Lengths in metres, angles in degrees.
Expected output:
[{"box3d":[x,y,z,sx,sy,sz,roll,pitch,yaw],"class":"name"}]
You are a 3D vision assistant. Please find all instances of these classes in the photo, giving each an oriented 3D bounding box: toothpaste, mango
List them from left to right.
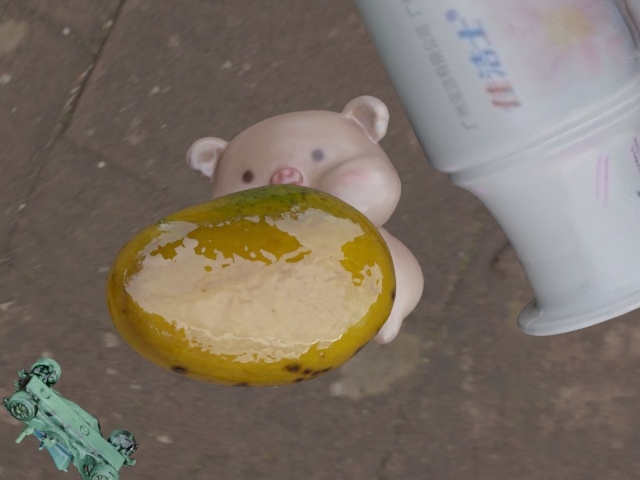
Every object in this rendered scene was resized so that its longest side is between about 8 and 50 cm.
[{"box3d":[-0.025,0.017,0.588,0.114,0.057,0.079,1,111,-26],"class":"mango"},{"box3d":[0.009,-0.133,0.381,0.100,0.066,0.323,-31,99,-40],"class":"toothpaste"}]

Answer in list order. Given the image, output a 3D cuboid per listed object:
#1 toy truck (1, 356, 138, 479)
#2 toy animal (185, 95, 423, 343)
[{"box3d":[-0.265,0.202,1.618,0.154,0.080,0.078,44,118,-12],"class":"toy truck"},{"box3d":[0.002,-0.004,1.580,0.210,0.221,0.229,-19,54,8],"class":"toy animal"}]
